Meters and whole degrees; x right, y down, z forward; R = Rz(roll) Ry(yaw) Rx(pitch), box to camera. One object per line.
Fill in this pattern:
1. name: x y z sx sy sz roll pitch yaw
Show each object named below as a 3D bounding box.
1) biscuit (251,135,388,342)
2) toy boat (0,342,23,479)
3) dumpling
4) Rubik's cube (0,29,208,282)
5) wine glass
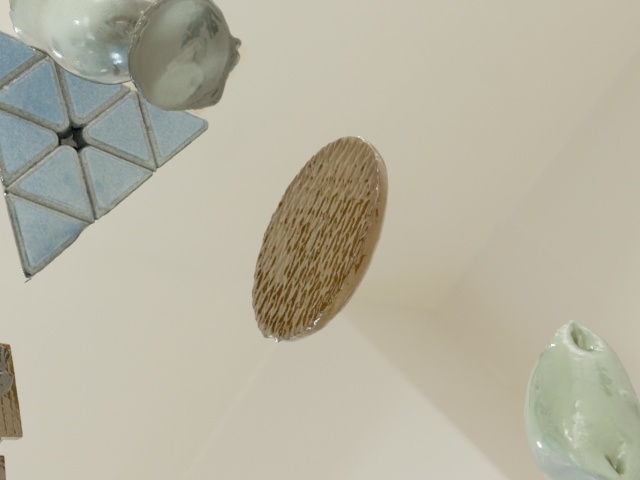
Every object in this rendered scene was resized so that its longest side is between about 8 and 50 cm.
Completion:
1. biscuit: 0.000 0.001 1.527 0.037 0.262 0.262 24 -69 -28
2. toy boat: -0.362 0.173 1.318 0.121 0.321 0.089 -26 -21 30
3. dumpling: 0.239 0.176 1.147 0.105 0.216 0.149 -21 -59 9
4. Rubik's cube: -0.316 -0.096 1.536 0.233 0.229 0.228 -65 -23 7
5. wine glass: -0.170 -0.177 1.079 0.103 0.222 0.103 -18 -61 -35
